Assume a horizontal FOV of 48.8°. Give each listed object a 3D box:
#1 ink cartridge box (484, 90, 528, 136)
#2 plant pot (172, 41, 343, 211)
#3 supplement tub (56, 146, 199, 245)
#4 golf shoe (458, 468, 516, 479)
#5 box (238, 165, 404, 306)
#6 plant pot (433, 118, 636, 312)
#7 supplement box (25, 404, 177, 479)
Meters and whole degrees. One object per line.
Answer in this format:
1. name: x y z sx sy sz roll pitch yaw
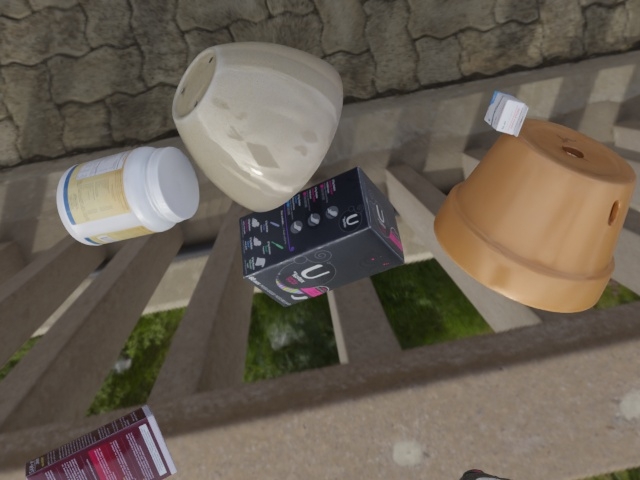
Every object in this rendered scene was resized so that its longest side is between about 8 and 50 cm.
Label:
1. ink cartridge box: 0.273 -0.188 1.043 0.028 0.083 0.048 13 111 -10
2. plant pot: -0.128 -0.213 1.160 0.191 0.284 0.284 26 102 -35
3. supplement tub: -0.321 -0.076 1.187 0.200 0.144 0.144 -11 105 21
4. golf shoe: 0.396 0.513 1.356 0.273 0.120 0.105 5 75 18
5. box: 0.000 0.000 1.356 0.270 0.143 0.165 -23 145 21
6. plant pot: 0.349 -0.056 1.107 0.291 0.291 0.203 16 122 -7
7. supplement box: -0.406 0.423 1.315 0.239 0.073 0.130 -23 103 -20
